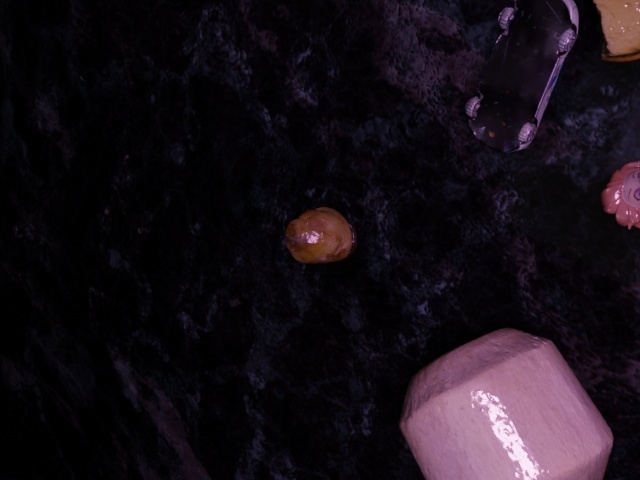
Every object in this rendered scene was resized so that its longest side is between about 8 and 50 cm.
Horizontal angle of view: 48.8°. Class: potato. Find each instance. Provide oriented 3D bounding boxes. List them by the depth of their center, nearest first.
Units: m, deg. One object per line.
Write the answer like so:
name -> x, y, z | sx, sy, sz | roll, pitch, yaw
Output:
potato -> 0.000, 0.000, 1.137 | 0.066, 0.103, 0.096 | 5, 107, 45

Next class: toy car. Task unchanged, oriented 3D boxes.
toy car -> 0.252, -0.209, 0.875 | 0.095, 0.056, 0.205 | 34, 119, 31

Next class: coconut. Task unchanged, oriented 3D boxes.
coconut -> 0.238, 0.256, 0.900 | 0.237, 0.237, 0.266 | -49, 63, 39

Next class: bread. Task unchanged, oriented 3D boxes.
bread -> 0.340, -0.279, 0.757 | 0.125, 0.086, 0.156 | -18, 93, 34

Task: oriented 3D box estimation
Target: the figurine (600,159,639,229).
figurine -> 0.390, -0.049, 0.773 | 0.157, 0.114, 0.126 | 140, 142, -71
